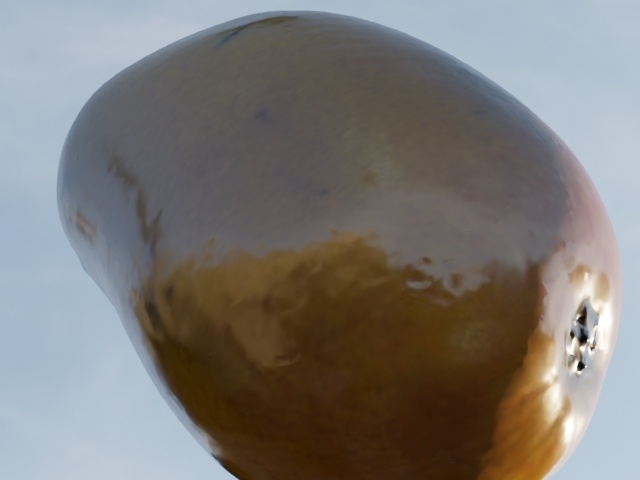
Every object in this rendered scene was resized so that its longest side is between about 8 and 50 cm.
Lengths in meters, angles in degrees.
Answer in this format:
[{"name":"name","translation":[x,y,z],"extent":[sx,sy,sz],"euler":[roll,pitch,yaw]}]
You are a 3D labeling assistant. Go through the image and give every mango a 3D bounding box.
[{"name":"mango","translation":[0.000,0.000,0.814],"extent":[0.317,0.211,0.173],"euler":[37,-14,40]}]
